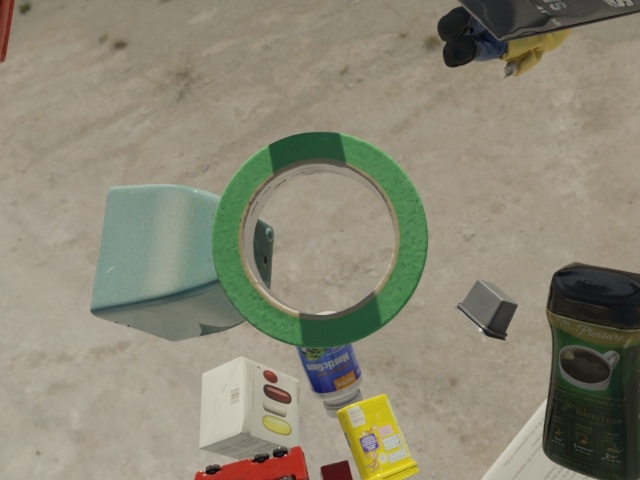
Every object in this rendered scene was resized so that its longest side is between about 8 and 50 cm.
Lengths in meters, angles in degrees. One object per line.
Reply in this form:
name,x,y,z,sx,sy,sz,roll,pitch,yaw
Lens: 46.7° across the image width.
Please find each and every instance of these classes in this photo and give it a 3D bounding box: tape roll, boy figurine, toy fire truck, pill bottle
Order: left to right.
toy fire truck,-0.055,0.316,0.956,0.192,0.135,0.047,-14,54,-1
tape roll,0.000,0.000,1.118,0.321,0.077,0.321,-1,85,7
pill bottle,0.029,0.347,2.051,0.152,0.272,0.152,-18,13,5
boy figurine,0.348,-0.388,1.359,0.285,0.177,0.092,-16,3,-34

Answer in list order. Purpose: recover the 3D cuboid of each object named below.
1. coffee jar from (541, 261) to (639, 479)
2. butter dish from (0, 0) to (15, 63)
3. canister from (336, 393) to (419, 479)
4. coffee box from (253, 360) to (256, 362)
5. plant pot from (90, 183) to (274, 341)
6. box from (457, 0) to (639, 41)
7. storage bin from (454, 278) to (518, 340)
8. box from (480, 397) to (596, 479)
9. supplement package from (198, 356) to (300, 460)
coffee jar,0.250,0.113,0.658,0.096,0.184,0.079,12,22,42
butter dish,-0.492,-0.315,1.024,0.160,0.118,0.160,34,113,60
canister,0.115,0.410,1.505,0.126,0.073,0.170,-8,68,-36
coffee box,-0.184,0.478,2.042,0.098,0.141,0.246,-18,54,17
plant pot,-0.227,0.035,1.361,0.252,0.248,0.247,-8,68,26
box,0.144,-0.255,0.573,0.183,0.232,0.059,10,70,58
storage bin,0.396,0.157,1.720,0.091,0.098,0.135,-64,32,16
box,0.316,0.291,0.944,0.119,0.181,0.182,41,98,31
supplement package,-0.170,0.420,1.811,0.149,0.203,0.194,-27,50,32
